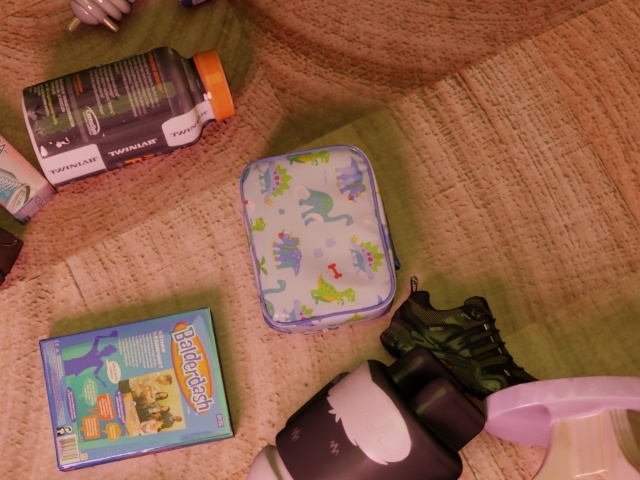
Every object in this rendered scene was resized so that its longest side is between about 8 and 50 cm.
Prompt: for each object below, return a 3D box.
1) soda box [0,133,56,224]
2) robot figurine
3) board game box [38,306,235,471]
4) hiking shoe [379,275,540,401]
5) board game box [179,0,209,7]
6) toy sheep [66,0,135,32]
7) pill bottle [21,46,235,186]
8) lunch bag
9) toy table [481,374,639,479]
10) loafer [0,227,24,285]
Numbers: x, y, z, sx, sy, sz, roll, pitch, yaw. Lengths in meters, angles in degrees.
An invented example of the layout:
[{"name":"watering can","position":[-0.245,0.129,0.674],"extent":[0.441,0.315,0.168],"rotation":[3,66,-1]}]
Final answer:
[{"name":"soda box","position":[-0.418,-0.106,1.547],"extent":[0.183,0.058,0.063],"rotation":[43,80,10]},{"name":"robot figurine","position":[0.049,0.249,1.393],"extent":[0.278,0.209,0.173],"rotation":[-41,89,4]},{"name":"board game box","position":[-0.220,0.179,1.484],"extent":[0.210,0.047,0.160],"rotation":[-11,76,-2]},{"name":"hiking shoe","position":[0.191,0.126,1.478],"extent":[0.227,0.086,0.114],"rotation":[25,80,5]},{"name":"board game box","position":[-0.136,-0.423,1.621],"extent":[0.194,0.060,0.194],"rotation":[-26,77,-6]},{"name":"toy sheep","position":[-0.277,-0.317,1.585],"extent":[0.091,0.091,0.132],"rotation":[39,85,8]},{"name":"pill bottle","position":[-0.232,-0.161,1.522],"extent":[0.246,0.130,0.130],"rotation":[-17,77,-3]},{"name":"lunch bag","position":[0.000,0.000,1.505],"extent":[0.176,0.090,0.218],"rotation":[-12,77,-2]},{"name":"toy table","position":[0.322,0.254,1.380],"extent":[0.274,0.252,0.160],"rotation":[-2,62,1]},{"name":"loafer","position":[-0.453,-0.036,1.527],"extent":[0.220,0.080,0.078],"rotation":[43,71,4]}]
